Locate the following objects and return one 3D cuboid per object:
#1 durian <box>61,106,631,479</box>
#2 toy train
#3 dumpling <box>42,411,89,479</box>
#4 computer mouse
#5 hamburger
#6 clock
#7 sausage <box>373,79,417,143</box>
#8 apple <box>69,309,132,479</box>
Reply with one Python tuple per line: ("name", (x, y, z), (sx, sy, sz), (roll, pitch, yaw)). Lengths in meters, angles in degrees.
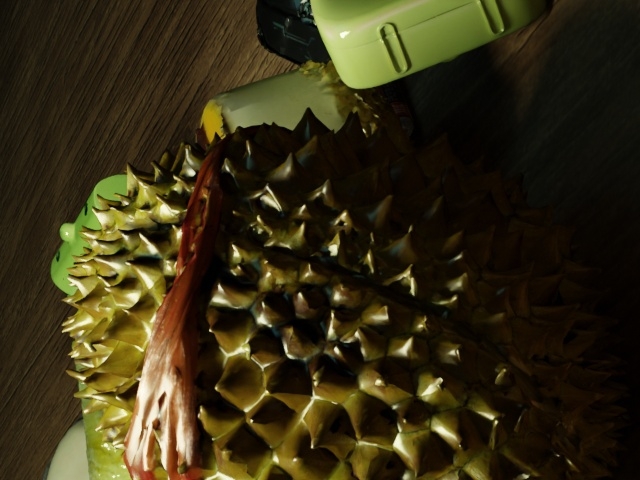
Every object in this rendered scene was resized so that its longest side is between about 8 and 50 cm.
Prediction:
("durian", (0.012, 0.078, 1.225), (0.347, 0.384, 0.347), (-51, -14, -18))
("toy train", (-0.230, 0.002, 2.235), (0.253, 0.157, 0.105), (131, 144, -56))
("dumpling", (-0.217, 0.264, 2.093), (0.204, 0.163, 0.293), (138, 149, -67))
("computer mouse", (-0.014, -0.228, 1.852), (0.242, 0.078, 0.146), (-145, 64, -69))
("hamburger", (0.000, 0.000, 1.523), (0.276, 0.179, 0.294), (-118, 26, -54))
("clock", (0.073, -0.213, 1.491), (0.232, 0.170, 0.069), (-105, -8, -59))
("sausage", (0.059, -0.142, 1.683), (0.198, 0.028, 0.025), (-106, -2, -48))
("apple", (-0.158, 0.191, 1.915), (0.254, 0.179, 0.346), (126, 141, -51))
